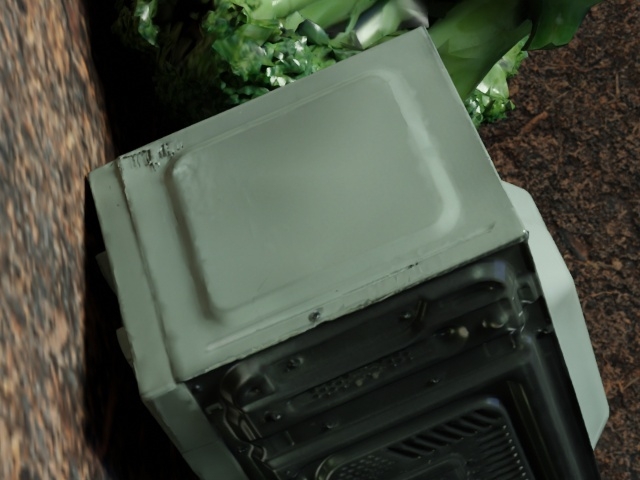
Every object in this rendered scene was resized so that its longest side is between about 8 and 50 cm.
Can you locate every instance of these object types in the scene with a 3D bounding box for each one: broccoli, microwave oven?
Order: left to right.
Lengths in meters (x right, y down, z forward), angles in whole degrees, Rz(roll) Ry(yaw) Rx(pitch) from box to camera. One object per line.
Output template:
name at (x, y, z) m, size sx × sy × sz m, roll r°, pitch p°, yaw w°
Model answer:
microwave oven at (0.022, 0.047, 0.611) m, size 0.208 × 0.162 × 0.122 m, roll 63°, pitch 5°, yaw -49°
broccoli at (0.037, -0.128, 0.680) m, size 0.270 × 0.270 × 0.270 m, roll -1°, pitch 92°, yaw -58°
